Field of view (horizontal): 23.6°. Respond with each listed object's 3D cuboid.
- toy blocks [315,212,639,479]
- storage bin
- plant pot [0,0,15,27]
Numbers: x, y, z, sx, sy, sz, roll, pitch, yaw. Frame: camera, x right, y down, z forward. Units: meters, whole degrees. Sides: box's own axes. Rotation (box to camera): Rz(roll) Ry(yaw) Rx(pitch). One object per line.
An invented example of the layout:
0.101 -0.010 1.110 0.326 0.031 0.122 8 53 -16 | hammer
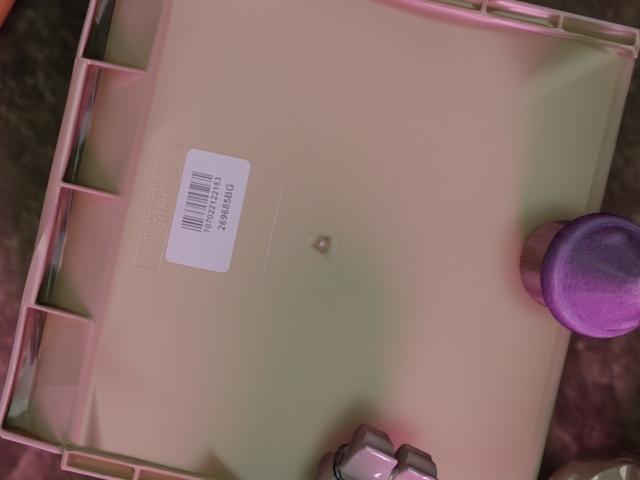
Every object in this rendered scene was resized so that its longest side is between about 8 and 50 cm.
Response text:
0.172 0.155 0.591 0.309 0.260 0.288 29 88 -15 | toy blocks
0.000 0.000 0.759 0.260 0.123 0.262 13 92 -1 | storage bin
-0.288 -0.170 0.686 0.203 0.291 0.291 36 91 14 | plant pot
